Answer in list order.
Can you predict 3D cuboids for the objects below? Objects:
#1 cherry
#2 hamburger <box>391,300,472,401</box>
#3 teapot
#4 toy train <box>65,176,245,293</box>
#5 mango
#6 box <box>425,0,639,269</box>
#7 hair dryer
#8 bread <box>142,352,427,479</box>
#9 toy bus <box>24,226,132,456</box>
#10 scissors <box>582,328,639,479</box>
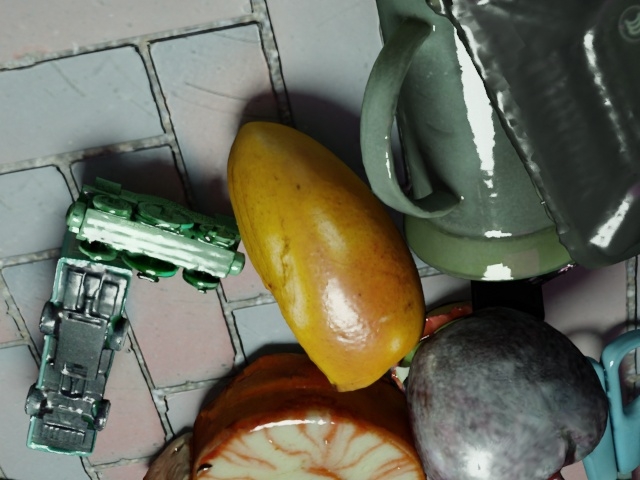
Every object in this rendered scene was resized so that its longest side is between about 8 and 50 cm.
[{"bbox_3d":[0.173,0.155,1.059,0.195,0.195,0.195,-2,128,-3],"label":"cherry"},{"bbox_3d":[0.164,0.160,1.222,0.175,0.137,0.175,0,128,0],"label":"hamburger"},{"bbox_3d":[0.125,-0.139,0.927,0.200,0.270,0.337,20,138,39],"label":"teapot"},{"bbox_3d":[-0.160,-0.010,1.086,0.178,0.104,0.071,17,108,-16],"label":"toy train"},{"bbox_3d":[0.000,0.000,1.066,0.138,0.187,0.257,-30,117,-6],"label":"mango"},{"bbox_3d":[0.277,-0.165,0.784,0.350,0.091,0.359,-28,128,10],"label":"box"},{"bbox_3d":[0.241,-0.005,1.077,0.071,0.114,0.248,25,138,-28],"label":"hair dryer"},{"bbox_3d":[-0.027,0.281,1.315,0.295,0.114,0.327,28,120,-23],"label":"bread"},{"bbox_3d":[-0.253,0.111,1.170,0.091,0.109,0.261,13,124,-12],"label":"toy bus"},{"bbox_3d":[0.361,0.304,1.354,0.193,0.029,0.447,-26,124,-16],"label":"scissors"}]
